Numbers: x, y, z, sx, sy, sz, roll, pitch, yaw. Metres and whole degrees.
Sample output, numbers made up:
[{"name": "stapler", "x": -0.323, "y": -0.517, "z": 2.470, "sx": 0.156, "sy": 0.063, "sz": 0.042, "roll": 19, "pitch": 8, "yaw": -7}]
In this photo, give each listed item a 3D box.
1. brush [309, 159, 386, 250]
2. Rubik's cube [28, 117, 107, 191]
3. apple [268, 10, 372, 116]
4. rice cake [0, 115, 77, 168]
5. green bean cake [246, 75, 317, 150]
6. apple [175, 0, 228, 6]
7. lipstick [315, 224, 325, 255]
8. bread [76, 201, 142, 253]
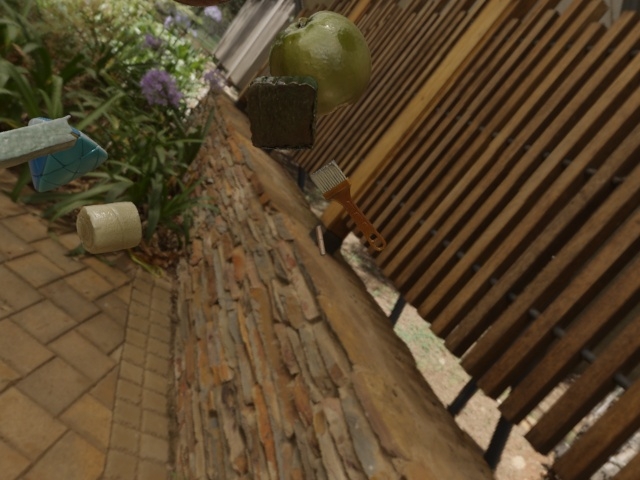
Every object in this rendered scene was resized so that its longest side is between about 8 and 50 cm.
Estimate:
[{"name": "brush", "x": 0.095, "y": -0.086, "z": 1.357, "sx": 0.314, "sy": 0.090, "sz": 0.017, "roll": 51, "pitch": 22, "yaw": -19}, {"name": "Rubik's cube", "x": -0.782, "y": -0.289, "z": 1.483, "sx": 0.254, "sy": 0.254, "sz": 0.254, "roll": 38, "pitch": 10, "yaw": -8}, {"name": "apple", "x": -0.004, "y": -0.495, "z": 1.341, "sx": 0.254, "sy": 0.292, "sz": 0.292, "roll": 57, "pitch": -1, "yaw": -32}, {"name": "rice cake", "x": -0.576, "y": -0.190, "z": 0.932, "sx": 0.063, "sy": 0.069, "sz": 0.206, "roll": 62, "pitch": 29, "yaw": -12}, {"name": "green bean cake", "x": -0.093, "y": -0.330, "z": 1.213, "sx": 0.173, "sy": 0.181, "sz": 0.094, "roll": 1, "pitch": 37, "yaw": 1}, {"name": "apple", "x": -0.316, "y": -0.769, "z": 1.194, "sx": 0.269, "sy": 0.344, "sz": 0.345, "roll": 38, "pitch": 9, "yaw": 20}, {"name": "lipstick", "x": 0.000, "y": 0.000, "z": 1.434, "sx": 0.019, "sy": 0.019, "sz": 0.094, "roll": 22, "pitch": 55, "yaw": -60}, {"name": "bread", "x": -0.615, "y": -0.035, "z": 1.381, "sx": 0.141, "sy": 0.148, "sz": 0.134, "roll": -13, "pitch": 65, "yaw": -41}]
